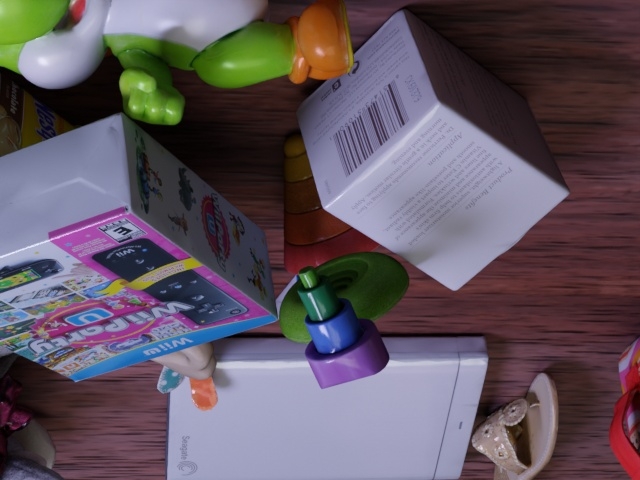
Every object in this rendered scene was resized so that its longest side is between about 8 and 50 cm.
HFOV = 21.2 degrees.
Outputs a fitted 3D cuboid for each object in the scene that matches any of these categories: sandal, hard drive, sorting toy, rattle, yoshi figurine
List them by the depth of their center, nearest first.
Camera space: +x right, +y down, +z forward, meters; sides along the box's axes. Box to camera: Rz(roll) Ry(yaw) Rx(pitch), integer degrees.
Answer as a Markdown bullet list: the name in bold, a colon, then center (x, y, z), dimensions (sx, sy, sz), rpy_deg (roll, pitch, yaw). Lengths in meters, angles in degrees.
- **yoshi figurine**: center (-0.159, -0.206, 1.418), dimensions (0.362, 0.203, 0.203), rpy_deg (-5, 123, 2)
- **sorting toy**: center (0.000, 0.000, 1.569), dimensions (0.127, 0.365, 0.126), rpy_deg (-22, 112, 7)
- **rattle**: center (-0.145, 0.077, 1.795), dimensions (0.130, 0.142, 0.200), rpy_deg (-8, 151, 26)
- **hard drive**: center (0.001, 0.197, 1.966), dimensions (0.353, 0.047, 0.233), rpy_deg (0, 137, -7)
- **sandal**: center (0.215, 0.244, 2.012), dimensions (0.079, 0.088, 0.240), rpy_deg (-4, 143, -11)

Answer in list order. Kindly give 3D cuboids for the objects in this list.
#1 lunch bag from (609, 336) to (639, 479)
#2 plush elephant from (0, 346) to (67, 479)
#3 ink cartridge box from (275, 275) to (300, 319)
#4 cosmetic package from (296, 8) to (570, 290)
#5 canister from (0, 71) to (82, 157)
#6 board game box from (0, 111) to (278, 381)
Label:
- **lunch bag**: center (0.432, 0.220, 1.864), dimensions (0.258, 0.293, 0.120), rpy_deg (12, 139, -20)
- **plush elephant**: center (-0.365, 0.218, 1.796), dimensions (0.330, 0.272, 0.255), rpy_deg (-3, 132, 41)
- **ink cartridge box**: center (0.000, 0.072, 1.842), dimensions (0.083, 0.028, 0.048), rpy_deg (18, 133, -24)
- **cosmetic package**: center (0.102, -0.082, 1.584), dimensions (0.184, 0.151, 0.151), rpy_deg (32, 117, -35)
- **canister**: center (-0.287, -0.088, 1.564), dimensions (0.073, 0.126, 0.170), rpy_deg (-32, 130, 26)
- **board game box**: center (-0.198, 0.018, 1.504), dimensions (0.224, 0.097, 0.303), rpy_deg (-18, 157, 16)
